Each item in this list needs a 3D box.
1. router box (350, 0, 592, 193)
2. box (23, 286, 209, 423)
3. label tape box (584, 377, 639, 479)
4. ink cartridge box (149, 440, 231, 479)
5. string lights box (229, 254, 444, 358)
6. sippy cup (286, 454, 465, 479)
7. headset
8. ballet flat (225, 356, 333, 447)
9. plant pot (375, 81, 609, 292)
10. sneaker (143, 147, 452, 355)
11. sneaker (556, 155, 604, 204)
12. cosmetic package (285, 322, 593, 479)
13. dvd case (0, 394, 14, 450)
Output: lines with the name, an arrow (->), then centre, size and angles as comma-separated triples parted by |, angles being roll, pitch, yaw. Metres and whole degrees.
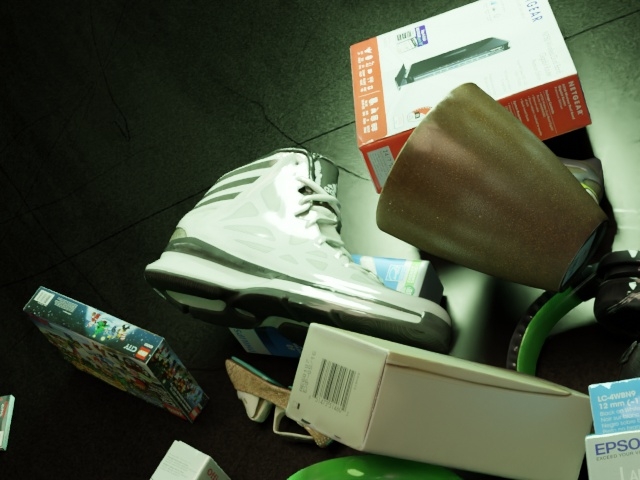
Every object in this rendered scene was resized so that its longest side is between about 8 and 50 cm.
router box -> 0.199, -0.222, 1.908 | 0.301, 0.082, 0.335 | -18, 30, 10
box -> -0.278, 0.155, 1.847 | 0.233, 0.159, 0.044 | 19, 62, 33
label tape box -> 0.390, 0.247, 1.313 | 0.249, 0.115, 0.347 | -11, 53, 15
ink cartridge box -> -0.177, 0.343, 1.696 | 0.063, 0.109, 0.150 | 18, 64, 34
string lights box -> 0.020, 0.091, 1.822 | 0.260, 0.077, 0.133 | 4, 59, 26
sippy cup -> 0.060, 0.385, 1.474 | 0.305, 0.240, 0.224 | -10, 50, 15
headset -> 0.393, 0.099, 1.586 | 0.394, 0.185, 0.243 | -26, 49, 19
ballet flat -> -0.058, 0.214, 1.772 | 0.206, 0.073, 0.067 | 20, 79, 37
plant pot -> 0.222, -0.041, 1.643 | 0.230, 0.215, 0.215 | 35, 73, 19
sneaker -> -0.001, -0.001, 1.735 | 0.447, 0.169, 0.257 | 13, 65, 33
sneaker -> 0.248, -0.069, 1.843 | 0.300, 0.111, 0.121 | 9, 41, 28
cosmetic package -> 0.137, 0.186, 1.508 | 0.160, 0.309, 0.113 | 15, 90, 55
dvd case -> -0.501, 0.270, 1.953 | 0.119, 0.013, 0.087 | -12, 51, 16
